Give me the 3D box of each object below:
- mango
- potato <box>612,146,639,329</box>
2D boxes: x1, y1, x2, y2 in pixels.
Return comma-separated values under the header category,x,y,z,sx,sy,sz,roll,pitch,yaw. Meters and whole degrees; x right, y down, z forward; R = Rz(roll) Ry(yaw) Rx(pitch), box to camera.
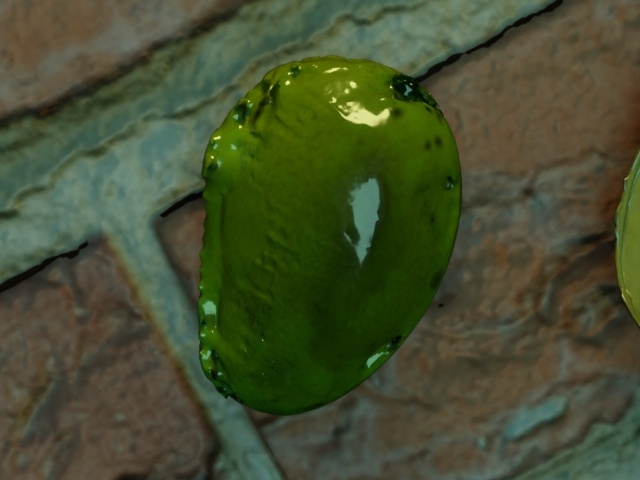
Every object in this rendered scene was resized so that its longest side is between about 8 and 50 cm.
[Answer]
category,x,y,z,sx,sy,sz,roll,pitch,yaw
mango,0.001,0.000,0.689,0.119,0.100,0.178,29,108,29
potato,0.251,-0.049,0.689,0.111,0.160,0.272,23,89,-47
